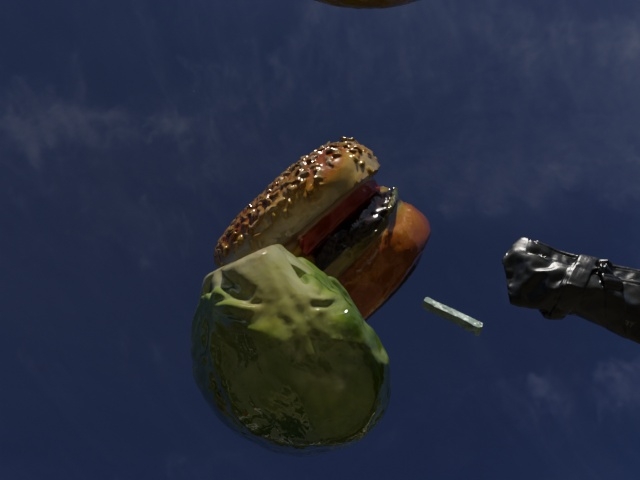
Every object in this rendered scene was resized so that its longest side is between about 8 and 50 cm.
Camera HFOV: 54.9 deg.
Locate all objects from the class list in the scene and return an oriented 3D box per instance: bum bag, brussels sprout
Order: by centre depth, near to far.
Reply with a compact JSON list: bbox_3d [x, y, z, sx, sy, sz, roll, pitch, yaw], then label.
[{"bbox_3d":[-0.030,0.095,0.510,0.144,0.161,0.180,-31,-98,-19],"label":"brussels sprout"},{"bbox_3d":[0.456,0.086,1.032,0.310,0.074,0.137,16,-112,22],"label":"bum bag"}]

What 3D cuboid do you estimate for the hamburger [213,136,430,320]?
[{"bbox_3d":[0.000,0.000,1.014,0.330,0.330,0.250,-45,-83,1],"label":"hamburger"}]

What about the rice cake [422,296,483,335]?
[{"bbox_3d":[0.242,0.138,1.132,0.021,0.121,0.022,-37,-40,-39],"label":"rice cake"}]

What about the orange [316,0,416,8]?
[{"bbox_3d":[0.033,-0.272,0.331,0.235,0.279,0.279,-19,-71,26],"label":"orange"}]
